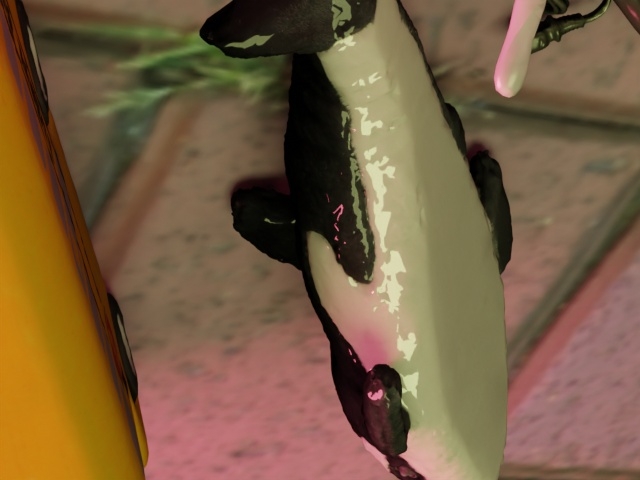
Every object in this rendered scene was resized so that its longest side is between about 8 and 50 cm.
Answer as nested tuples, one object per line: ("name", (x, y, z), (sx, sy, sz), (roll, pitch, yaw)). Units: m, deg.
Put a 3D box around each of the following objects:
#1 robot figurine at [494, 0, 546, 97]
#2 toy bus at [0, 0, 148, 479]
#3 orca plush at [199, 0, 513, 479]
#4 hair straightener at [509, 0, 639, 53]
("robot figurine", (0.135, -0.195, 0.425), (0.353, 0.300, 0.200), (-41, 155, 18))
("toy bus", (-0.136, 0.019, 0.689), (0.108, 0.130, 0.332), (-14, 141, -4))
("orca plush", (0.000, 0.000, 0.747), (0.102, 0.151, 0.287), (4, 151, 23))
("hair straightener", (0.102, -0.094, 0.712), (0.089, 0.047, 0.230), (-40, 136, 25))
